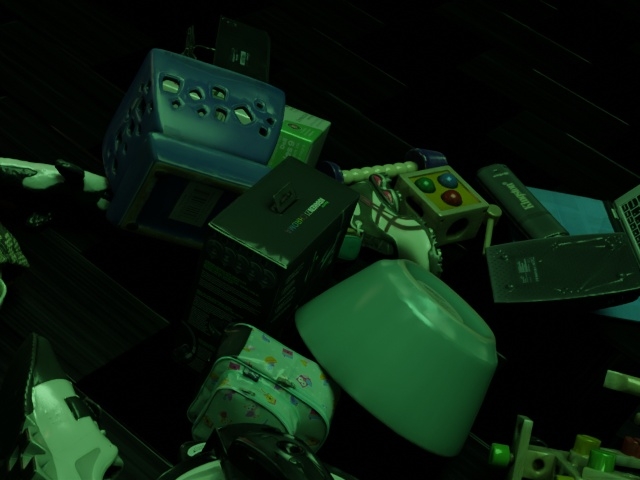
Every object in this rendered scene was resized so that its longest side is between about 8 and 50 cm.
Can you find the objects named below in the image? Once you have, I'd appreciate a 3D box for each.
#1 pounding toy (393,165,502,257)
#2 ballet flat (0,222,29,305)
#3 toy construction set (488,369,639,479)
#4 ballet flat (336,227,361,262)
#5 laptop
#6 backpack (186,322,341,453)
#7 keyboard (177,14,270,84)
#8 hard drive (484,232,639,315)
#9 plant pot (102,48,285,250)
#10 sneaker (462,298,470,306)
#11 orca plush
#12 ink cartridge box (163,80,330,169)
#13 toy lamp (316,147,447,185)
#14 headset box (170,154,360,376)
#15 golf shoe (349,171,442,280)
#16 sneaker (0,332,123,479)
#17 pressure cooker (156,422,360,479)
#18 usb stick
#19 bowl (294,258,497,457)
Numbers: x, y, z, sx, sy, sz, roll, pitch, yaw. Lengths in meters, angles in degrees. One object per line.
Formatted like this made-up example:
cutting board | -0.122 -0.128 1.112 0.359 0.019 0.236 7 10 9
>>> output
pounding toy | 0.265 -0.057 2.110 0.206 0.094 0.181 -13 47 -36
ballet flat | -0.541 0.114 1.488 0.182 0.164 0.483 43 36 -3
toy construction set | 0.363 0.297 1.546 0.237 0.308 0.257 16 28 3
ballet flat | 0.000 0.000 1.878 0.073 0.080 0.232 21 -1 20
laptop | 0.590 -0.046 2.138 0.236 0.408 0.382 41 26 -31
backpack | -0.073 0.224 1.533 0.188 0.166 0.144 24 38 -9
keyboard | -0.204 -0.384 2.372 0.202 0.033 0.317 18 35 -13
hard drive | 0.425 0.062 1.996 0.255 0.054 0.172 -6 38 5
plant pot | -0.202 -0.123 1.766 0.236 0.236 0.212 17 45 -22
sneaker | 0.192 0.143 1.841 0.188 0.066 0.071 -21 53 -41
orca plush | -0.452 -0.070 1.788 0.287 0.151 0.102 19 70 -42
ink cartridge box | -0.148 -0.194 2.031 0.289 0.121 0.211 22 18 3
toy lamp | 0.123 -0.132 2.156 0.275 0.080 0.080 -7 44 -33
headset box | -0.078 0.044 1.663 0.131 0.283 0.246 29 38 12
golf shoe | 0.119 -0.005 1.994 0.120 0.105 0.273 -20 44 -18
sneaker | -0.329 0.257 1.434 0.146 0.122 0.330 20 31 -31
pressure cooker | -0.064 0.400 1.066 0.370 0.420 0.375 33 32 7
usb stick | 0.384 -0.064 2.179 0.077 0.045 0.278 -22 39 -7
bowl | 0.133 0.144 1.620 0.311 0.163 0.311 39 12 -10
